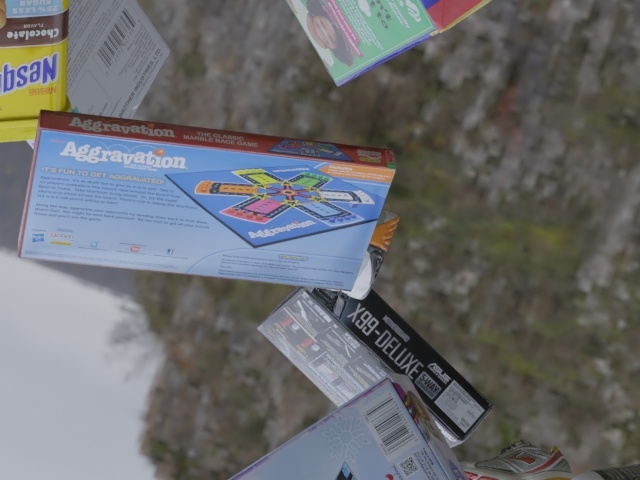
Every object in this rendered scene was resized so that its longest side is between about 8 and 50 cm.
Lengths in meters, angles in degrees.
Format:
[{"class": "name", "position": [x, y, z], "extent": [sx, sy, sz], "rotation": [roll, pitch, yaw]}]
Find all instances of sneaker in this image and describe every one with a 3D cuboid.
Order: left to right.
[{"class": "sneaker", "position": [0.000, 0.000, 1.926], "extent": [0.121, 0.099, 0.262], "rotation": [25, 169, -11]}, {"class": "sneaker", "position": [0.280, 0.348, 2.626], "extent": [0.225, 0.088, 0.093], "rotation": [7, -128, -33]}]

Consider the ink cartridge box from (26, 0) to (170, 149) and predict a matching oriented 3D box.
[{"class": "ink cartridge box", "position": [-0.274, -0.221, 1.728], "extent": [0.065, 0.186, 0.311], "rotation": [8, 148, 31]}]

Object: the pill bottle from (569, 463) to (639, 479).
[{"class": "pill bottle", "position": [0.345, 0.317, 1.858], "extent": [0.278, 0.162, 0.162], "rotation": [-5, -171, -14]}]

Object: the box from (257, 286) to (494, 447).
[{"class": "box", "position": [0.071, 0.178, 2.475], "extent": [0.307, 0.076, 0.242], "rotation": [44, 156, -1]}]

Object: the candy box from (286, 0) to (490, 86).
[{"class": "candy box", "position": [0.135, -0.284, 1.668], "extent": [0.122, 0.268, 0.317], "rotation": [56, 165, -4]}]

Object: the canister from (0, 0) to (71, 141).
[{"class": "canister", "position": [-0.287, -0.179, 1.576], "extent": [0.126, 0.170, 0.073], "rotation": [-5, -146, -18]}]

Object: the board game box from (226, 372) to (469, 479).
[{"class": "board game box", "position": [0.020, 0.334, 1.539], "extent": [0.319, 0.318, 0.066], "rotation": [60, -166, 15]}]

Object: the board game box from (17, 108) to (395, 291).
[{"class": "board game box", "position": [-0.093, -0.029, 1.404], "extent": [0.281, 0.145, 0.027], "rotation": [6, -135, -13]}]
